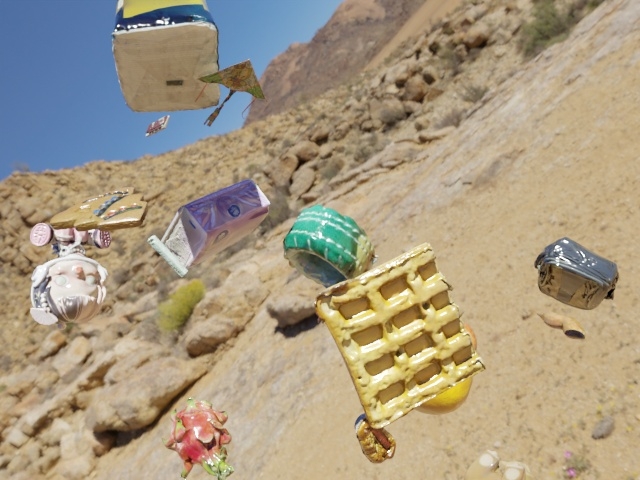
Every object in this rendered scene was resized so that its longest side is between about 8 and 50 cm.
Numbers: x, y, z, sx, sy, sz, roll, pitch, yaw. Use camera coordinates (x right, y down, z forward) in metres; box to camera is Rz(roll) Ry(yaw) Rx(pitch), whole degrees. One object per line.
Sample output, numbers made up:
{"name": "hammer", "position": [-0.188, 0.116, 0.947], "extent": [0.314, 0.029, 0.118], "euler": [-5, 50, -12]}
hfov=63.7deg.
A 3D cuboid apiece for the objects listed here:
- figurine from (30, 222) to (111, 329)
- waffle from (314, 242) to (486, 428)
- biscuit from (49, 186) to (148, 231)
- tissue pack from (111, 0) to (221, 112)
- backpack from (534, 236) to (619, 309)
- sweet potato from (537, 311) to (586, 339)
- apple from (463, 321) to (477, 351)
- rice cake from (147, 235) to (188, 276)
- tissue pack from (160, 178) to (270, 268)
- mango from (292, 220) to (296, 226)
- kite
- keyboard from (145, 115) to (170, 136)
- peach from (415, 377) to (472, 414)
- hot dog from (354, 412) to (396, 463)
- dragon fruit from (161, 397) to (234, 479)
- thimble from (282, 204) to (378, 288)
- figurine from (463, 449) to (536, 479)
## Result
{"name": "figurine", "position": [-0.864, 0.119, 1.800], "extent": [0.211, 0.253, 0.361], "euler": [142, 123, -61]}
{"name": "waffle", "position": [0.173, 0.206, 1.134], "extent": [0.304, 0.348, 0.077], "euler": [-25, 13, -6]}
{"name": "biscuit", "position": [-0.617, -0.091, 1.515], "extent": [0.302, 0.043, 0.278], "euler": [12, 33, 32]}
{"name": "tissue pack", "position": [-0.435, -0.558, 1.465], "extent": [0.416, 0.264, 0.253], "euler": [-113, 20, -49]}
{"name": "backpack", "position": [0.665, 0.100, 1.353], "extent": [0.133, 0.206, 0.258], "euler": [-49, -29, -18]}
{"name": "sweet potato", "position": [0.755, 0.258, 1.609], "extent": [0.065, 0.051, 0.218], "euler": [-18, 14, -7]}
{"name": "apple", "position": [0.319, 0.264, 1.301], "extent": [0.146, 0.146, 0.146], "euler": [-50, 8, 9]}
{"name": "rice cake", "position": [-0.361, 0.038, 1.220], "extent": [0.022, 0.121, 0.022], "euler": [-35, 15, 15]}
{"name": "tissue pack", "position": [-0.365, -0.060, 1.841], "extent": [0.338, 0.160, 0.242], "euler": [-32, -9, -48]}
{"name": "mango", "position": [0.006, -0.002, 2.093], "extent": [0.175, 0.254, 0.139], "euler": [-45, 14, -25]}
{"name": "kite", "position": [-0.238, -0.382, 1.355], "extent": [0.244, 0.198, 0.006], "euler": [-44, 46, 40]}
{"name": "keyboard", "position": [-0.595, -0.414, 1.870], "extent": [0.166, 0.017, 0.055], "euler": [-3, 67, 50]}
{"name": "peach", "position": [0.406, 0.498, 1.934], "extent": [0.289, 0.307, 0.289], "euler": [-26, 18, 9]}
{"name": "hot dog", "position": [0.201, 0.737, 1.919], "extent": [0.131, 0.252, 0.069], "euler": [-40, 30, -20]}
{"name": "dragon fruit", "position": [-0.276, 0.478, 1.198], "extent": [0.137, 0.135, 0.236], "euler": [-53, 51, 23]}
{"name": "thimble", "position": [0.031, 0.032, 1.599], "extent": [0.167, 0.288, 0.254], "euler": [-62, 10, -26]}
{"name": "figurine", "position": [0.395, 0.606, 1.147], "extent": [0.177, 0.173, 0.247], "euler": [-9, 27, 38]}
